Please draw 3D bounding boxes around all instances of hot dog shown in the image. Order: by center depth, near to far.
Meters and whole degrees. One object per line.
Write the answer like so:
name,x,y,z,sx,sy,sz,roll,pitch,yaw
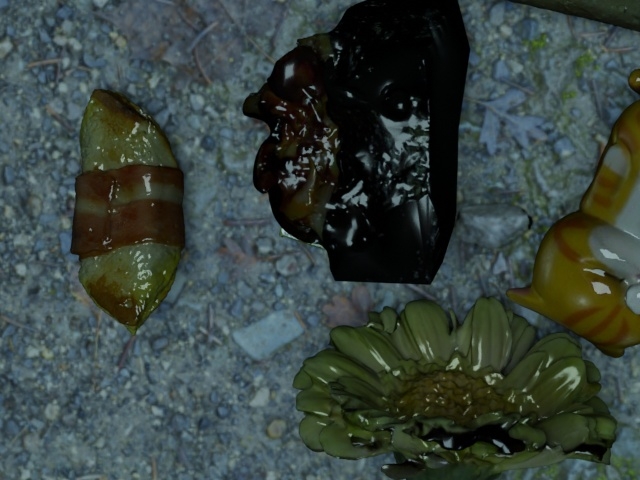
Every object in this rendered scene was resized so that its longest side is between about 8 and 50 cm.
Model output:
hot dog,-0.197,-0.027,1.840,0.123,0.093,0.262,-2,78,18

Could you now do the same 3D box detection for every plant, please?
plant,0.111,0.197,1.716,0.306,0.261,0.297,29,98,18

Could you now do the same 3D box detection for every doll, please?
doll,0.315,-0.017,1.720,0.166,0.162,0.270,32,95,-4

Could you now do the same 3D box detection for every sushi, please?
sushi,0.034,-0.107,1.755,0.212,0.215,0.227,3,114,14

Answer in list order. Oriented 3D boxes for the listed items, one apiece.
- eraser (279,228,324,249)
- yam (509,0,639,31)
eraser,0.000,0.000,1.834,0.083,0.038,0.019,17,91,7
yam,0.259,-0.265,1.749,0.259,0.093,0.093,15,96,8
